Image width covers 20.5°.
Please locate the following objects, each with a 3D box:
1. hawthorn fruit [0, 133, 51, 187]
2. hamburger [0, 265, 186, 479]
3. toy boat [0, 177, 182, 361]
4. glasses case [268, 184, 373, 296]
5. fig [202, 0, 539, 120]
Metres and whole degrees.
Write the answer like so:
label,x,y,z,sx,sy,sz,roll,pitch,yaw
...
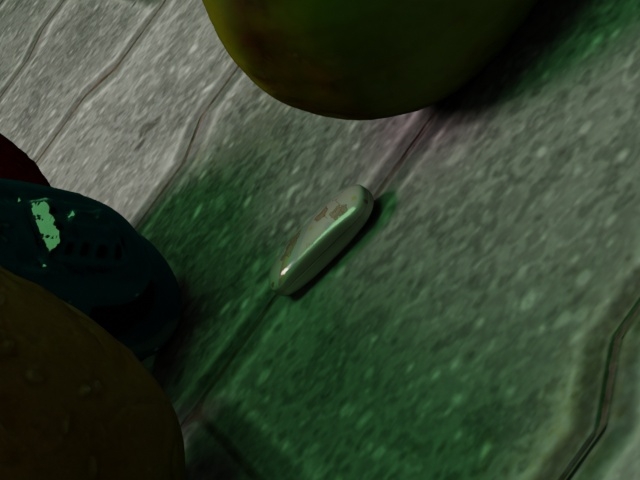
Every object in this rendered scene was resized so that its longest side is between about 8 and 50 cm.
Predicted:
label,x,y,z,sx,sy,sz,roll,pitch,yaw
hawthorn fruit,-0.290,0.063,1.231,0.284,0.285,0.369,-51,45,5
hamburger,-0.168,0.140,0.956,0.162,0.209,0.329,-12,82,46
toy boat,-0.195,0.005,1.078,0.092,0.299,0.134,-46,55,33
glasses case,0.000,0.000,1.044,0.083,0.021,0.032,-44,22,20
fig,0.035,-0.169,1.019,0.230,0.207,0.207,15,66,29
